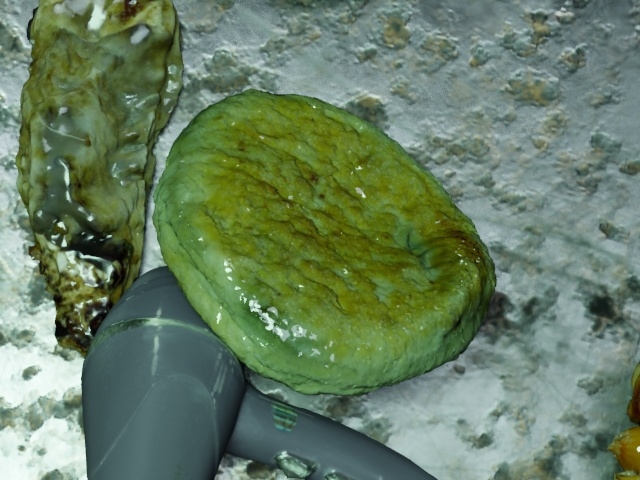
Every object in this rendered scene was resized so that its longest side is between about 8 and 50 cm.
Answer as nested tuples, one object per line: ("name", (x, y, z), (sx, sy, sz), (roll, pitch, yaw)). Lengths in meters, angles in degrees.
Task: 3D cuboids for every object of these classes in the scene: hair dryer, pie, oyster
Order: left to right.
("oyster", (-0.175, -0.076, 1.189), (0.129, 0.078, 0.345), (5, 74, -12))
("hair dryer", (-0.008, 0.182, 1.084), (0.361, 0.121, 0.301), (24, 34, -17))
("pie", (0.000, 0.000, 1.132), (0.277, 0.078, 0.277), (15, 42, -14))

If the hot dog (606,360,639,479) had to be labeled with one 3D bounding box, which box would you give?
("hot dog", (0.390, 0.172, 1.143), (0.349, 0.117, 0.158), (10, 96, 0))
